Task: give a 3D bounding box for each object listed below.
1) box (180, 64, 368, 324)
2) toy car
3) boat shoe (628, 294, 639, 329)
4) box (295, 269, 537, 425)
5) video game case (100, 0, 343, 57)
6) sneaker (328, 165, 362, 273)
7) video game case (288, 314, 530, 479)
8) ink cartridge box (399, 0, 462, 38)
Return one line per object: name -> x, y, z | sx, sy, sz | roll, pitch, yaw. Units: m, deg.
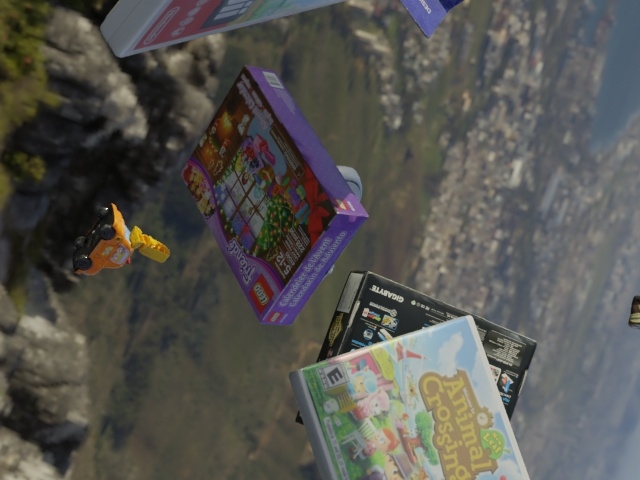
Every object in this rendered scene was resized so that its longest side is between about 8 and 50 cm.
box -> -0.070, -0.062, 1.710 | 0.057, 0.293, 0.201 | 5, 130, -40
toy car -> -0.149, 0.014, 0.973 | 0.040, 0.122, 0.060 | 31, 90, -28
boat shoe -> 0.456, 0.082, 1.613 | 0.056, 0.152, 0.049 | 24, 63, -54
box -> 0.105, 0.150, 1.381 | 0.175, 0.220, 0.051 | -70, -161, -7
video game case -> 0.023, -0.199, 0.774 | 0.285, 0.025, 0.204 | -25, 170, -46
sneaker -> 0.000, 0.000, 1.872 | 0.258, 0.094, 0.091 | 116, -32, -46
video game case -> 0.089, 0.189, 1.128 | 0.193, 0.212, 0.023 | -14, 172, -31
ink cartridge box -> 0.114, -0.441, 1.540 | 0.304, 0.072, 0.307 | 52, 39, -18
